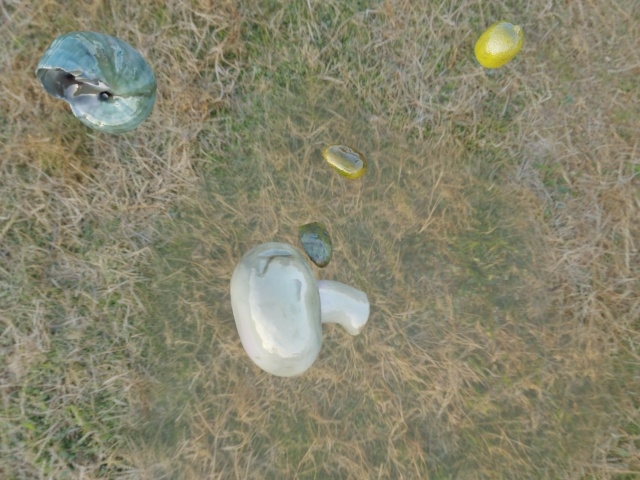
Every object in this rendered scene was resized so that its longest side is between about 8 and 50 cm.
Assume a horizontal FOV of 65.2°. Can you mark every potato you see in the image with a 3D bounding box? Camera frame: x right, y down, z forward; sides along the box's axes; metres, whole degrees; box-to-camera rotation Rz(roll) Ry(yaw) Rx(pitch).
[{"bbox_3d":[0.000,0.000,1.242,0.054,0.198,0.119,-35,91,12],"label":"potato"}]

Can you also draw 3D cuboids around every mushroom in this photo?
[{"bbox_3d":[-0.085,0.178,1.202,0.315,0.356,0.315,-19,48,23],"label":"mushroom"}]

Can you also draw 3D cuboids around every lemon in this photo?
[{"bbox_3d":[0.362,-0.397,1.010,0.082,0.111,0.082,9,64,-20],"label":"lemon"}]

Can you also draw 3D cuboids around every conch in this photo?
[{"bbox_3d":[-0.461,-0.326,1.061,0.220,0.277,0.195,-14,100,-17],"label":"conch"}]

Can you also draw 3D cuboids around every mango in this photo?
[{"bbox_3d":[0.058,-0.192,1.201,0.114,0.057,0.079,25,60,-2],"label":"mango"}]
